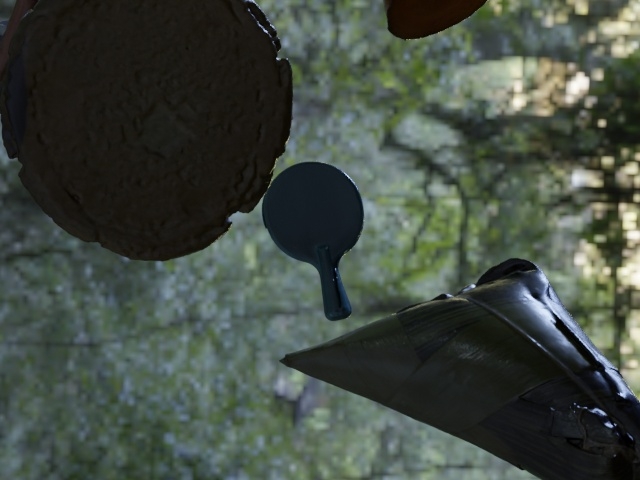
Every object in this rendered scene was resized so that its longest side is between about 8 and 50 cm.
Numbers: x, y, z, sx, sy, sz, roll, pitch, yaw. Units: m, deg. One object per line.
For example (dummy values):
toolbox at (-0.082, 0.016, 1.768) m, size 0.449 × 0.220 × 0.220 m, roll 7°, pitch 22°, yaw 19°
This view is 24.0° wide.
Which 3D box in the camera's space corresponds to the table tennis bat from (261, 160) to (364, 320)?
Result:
table tennis bat at (0.000, 0.000, 1.821) m, size 0.033 × 0.124 × 0.201 m, roll 110°, pitch -33°, yaw -75°

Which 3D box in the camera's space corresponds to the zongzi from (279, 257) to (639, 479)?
zongzi at (0.151, 0.174, 1.529) m, size 0.289 × 0.317 × 0.154 m, roll -123°, pitch -156°, yaw -51°

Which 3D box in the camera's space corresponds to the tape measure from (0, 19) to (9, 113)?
tape measure at (-0.492, -0.246, 2.226) m, size 0.236 × 0.197 × 0.120 m, roll 123°, pitch -54°, yaw -73°

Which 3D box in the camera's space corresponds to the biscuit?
biscuit at (-0.123, -0.097, 1.085) m, size 0.042 × 0.226 × 0.226 m, roll -160°, pitch -110°, yaw -70°

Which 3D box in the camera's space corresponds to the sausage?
sausage at (-0.399, -0.280, 1.986) m, size 0.042 × 0.036 × 0.158 m, roll -78°, pitch -167°, yaw -65°

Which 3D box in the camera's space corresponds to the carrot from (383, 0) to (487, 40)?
carrot at (0.161, -0.474, 2.110) m, size 0.214 × 0.193 × 0.331 m, roll -25°, pitch -112°, yaw 41°
